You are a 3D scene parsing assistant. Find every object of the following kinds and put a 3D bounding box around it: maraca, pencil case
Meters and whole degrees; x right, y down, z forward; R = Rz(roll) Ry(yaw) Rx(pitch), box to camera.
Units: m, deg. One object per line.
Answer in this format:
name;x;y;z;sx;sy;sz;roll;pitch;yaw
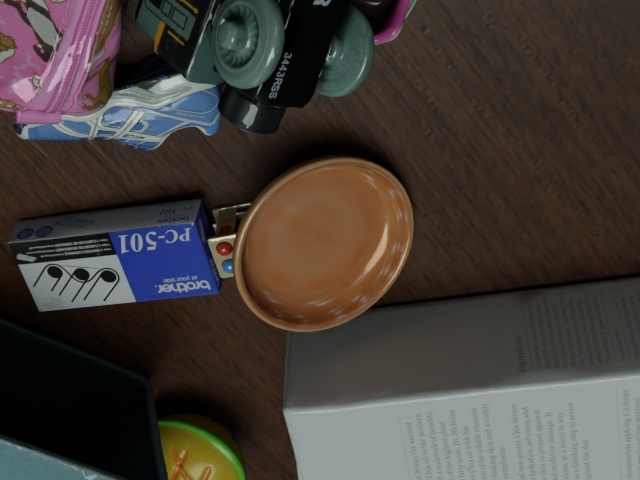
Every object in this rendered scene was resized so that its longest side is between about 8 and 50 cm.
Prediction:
maraca;-0.169;0.256;1.492;0.185;0.099;0.127;4;125;31
pencil case;-0.197;-0.282;1.047;0.160;0.167;0.386;28;125;0

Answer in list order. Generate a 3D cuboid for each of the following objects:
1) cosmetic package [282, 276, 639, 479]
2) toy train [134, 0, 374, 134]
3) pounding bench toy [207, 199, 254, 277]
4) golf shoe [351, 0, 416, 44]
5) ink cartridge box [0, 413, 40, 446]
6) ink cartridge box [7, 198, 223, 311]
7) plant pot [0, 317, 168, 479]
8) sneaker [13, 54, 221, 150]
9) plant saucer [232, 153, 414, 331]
cosmetic package;0.202;0.191;1.386;0.453;0.161;0.230;-7;126;7
toy train;-0.027;-0.253;0.962;0.142;0.190;0.334;-3;125;-44
pounding bench toy;-0.069;-0.003;1.313;0.083;0.065;0.052;-11;125;9
golf shoe;0.054;-0.305;1.043;0.115;0.140;0.306;0;125;4
ink cartridge box;-0.504;0.258;1.478;0.239;0.060;0.275;37;102;-22
ink cartridge box;-0.214;0.017;1.334;0.207;0.046;0.097;-7;126;13
plant pot;-0.339;0.263;1.358;0.248;0.247;0.252;25;107;-22
sneaker;-0.195;-0.121;1.222;0.211;0.080;0.081;-10;122;11
plant saucer;0.000;0.000;1.290;0.200;0.037;0.200;-12;122;-20
